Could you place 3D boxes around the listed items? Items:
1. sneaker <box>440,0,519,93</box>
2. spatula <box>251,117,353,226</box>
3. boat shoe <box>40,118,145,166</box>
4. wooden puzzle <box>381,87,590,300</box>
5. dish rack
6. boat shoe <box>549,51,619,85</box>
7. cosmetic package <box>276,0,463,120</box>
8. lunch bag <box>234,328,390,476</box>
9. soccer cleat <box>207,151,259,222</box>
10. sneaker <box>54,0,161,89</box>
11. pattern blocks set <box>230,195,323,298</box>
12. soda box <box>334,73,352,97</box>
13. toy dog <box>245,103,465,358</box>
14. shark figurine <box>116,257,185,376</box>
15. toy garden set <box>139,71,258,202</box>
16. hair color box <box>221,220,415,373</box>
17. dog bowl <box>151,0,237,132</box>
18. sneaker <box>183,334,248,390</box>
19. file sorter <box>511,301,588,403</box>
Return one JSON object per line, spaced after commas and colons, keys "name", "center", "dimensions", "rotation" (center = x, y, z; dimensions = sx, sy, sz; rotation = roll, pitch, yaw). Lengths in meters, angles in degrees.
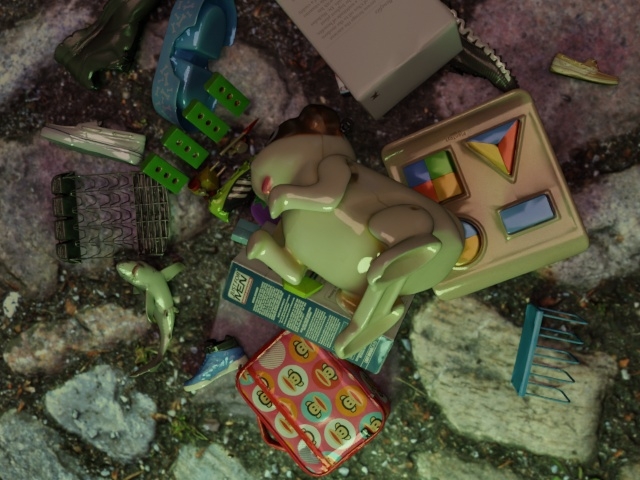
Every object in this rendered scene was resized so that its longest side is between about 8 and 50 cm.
{"name": "sneaker", "center": [0.293, -0.363, 1.585], "dimensions": [0.106, 0.078, 0.234], "rotation": [-43, 87, 17]}
{"name": "spatula", "center": [-0.035, -0.143, 1.667], "dimensions": [0.084, 0.030, 0.296], "rotation": [42, 98, 2]}
{"name": "boat shoe", "center": [-0.488, -0.224, 1.721], "dimensions": [0.226, 0.083, 0.075], "rotation": [16, 83, -3]}
{"name": "wooden puzzle", "center": [0.319, -0.084, 1.569], "dimensions": [0.322, 0.080, 0.347], "rotation": [-22, 90, 17]}
{"name": "dish rack", "center": [-0.453, -0.055, 1.721], "dimensions": [0.272, 0.074, 0.208], "rotation": [-4, 93, 8]}
{"name": "boat shoe", "center": [0.523, -0.337, 1.558], "dimensions": [0.135, 0.050, 0.045], "rotation": [16, 101, 8]}
{"name": "cosmetic package", "center": [0.044, -0.484, 1.534], "dimensions": [0.230, 0.161, 0.453], "rotation": [-38, 75, 8]}
{"name": "lunch bag", "center": [-0.028, 0.331, 1.652], "dimensions": [0.258, 0.120, 0.293], "rotation": [-42, 85, 13]}
{"name": "soccer cleat", "center": [-0.161, -0.116, 1.681], "dimensions": [0.179, 0.060, 0.072], "rotation": [-45, 113, 2]}
{"name": "sneaker", "center": [-0.427, -0.434, 1.690], "dimensions": [0.286, 0.109, 0.130], "rotation": [-36, 93, 18]}
{"name": "pattern blocks set", "center": [0.000, 0.000, 1.578], "dimensions": [0.325, 0.285, 0.026], "rotation": [31, 141, 5]}
{"name": "soda box", "center": [0.123, -0.349, 1.618], "dimensions": [0.183, 0.058, 0.063], "rotation": [-15, 90, 10]}
{"name": "toy dog", "center": [0.046, -0.068, 1.447], "dimensions": [0.395, 0.284, 0.408], "rotation": [-32, 65, -29]}
{"name": "shark figurine", "center": [-0.372, 0.148, 1.719], "dimensions": [0.116, 0.166, 0.278], "rotation": [6, 113, 34]}
{"name": "toy garden set", "center": [-0.236, -0.203, 1.634], "dimensions": [0.244, 0.204, 0.049], "rotation": [-51, 53, 1]}
{"name": "hair color box", "center": [-0.002, 0.110, 1.593], "dimensions": [0.347, 0.174, 0.105], "rotation": [26, 125, 7]}
{"name": "dog bowl", "center": [-0.263, -0.375, 1.633], "dimensions": [0.074, 0.166, 0.297], "rotation": [17, 95, 19]}
{"name": "sneaker", "center": [-0.240, 0.258, 1.704], "dimensions": [0.152, 0.058, 0.084], "rotation": [-28, 94, 5]}
{"name": "file sorter", "center": [0.452, 0.222, 1.565], "dimensions": [0.105, 0.118, 0.170], "rotation": [11, 94, 5]}
